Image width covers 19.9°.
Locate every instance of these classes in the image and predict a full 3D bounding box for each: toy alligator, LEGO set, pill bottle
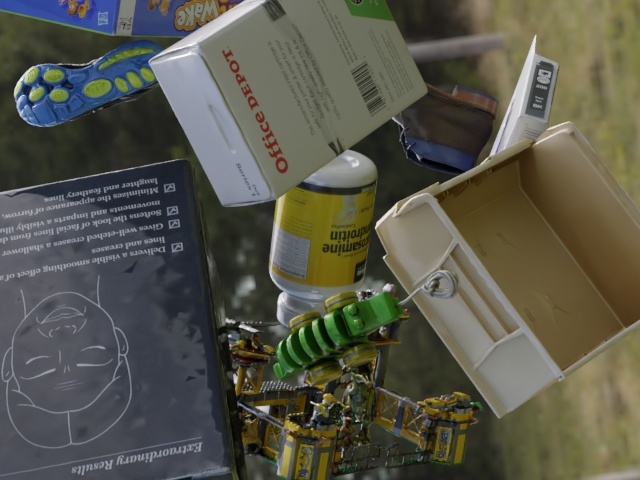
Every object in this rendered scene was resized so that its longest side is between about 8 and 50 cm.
[{"bbox_3d":[0.023,0.068,1.453,0.051,0.190,0.056,2,-117,-55],"label":"toy alligator"},{"bbox_3d":[0.030,0.152,2.161,0.255,0.331,0.192,26,111,54],"label":"LEGO set"},{"bbox_3d":[0.000,0.000,1.923,0.103,0.103,0.184,-90,6,-68],"label":"pill bottle"}]

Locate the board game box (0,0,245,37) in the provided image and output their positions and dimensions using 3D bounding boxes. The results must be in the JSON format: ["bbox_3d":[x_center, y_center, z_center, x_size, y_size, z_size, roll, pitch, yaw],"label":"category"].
[{"bbox_3d":[-0.203,-0.274,1.948,0.347,0.233,0.078,-9,-69,-58],"label":"board game box"}]

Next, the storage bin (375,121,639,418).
[{"bbox_3d":[0.237,0.022,2.024,0.260,0.262,0.123,55,138,10],"label":"storage bin"}]

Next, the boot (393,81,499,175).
[{"bbox_3d":[0.113,-0.153,2.347,0.082,0.219,0.106,75,-153,-76],"label":"boot"}]

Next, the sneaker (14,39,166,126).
[{"bbox_3d":[-0.233,-0.159,1.891,0.078,0.188,0.067,9,-112,-68],"label":"sneaker"}]

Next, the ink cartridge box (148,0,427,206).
[{"bbox_3d":[-0.028,-0.151,1.682,0.093,0.219,0.160,-7,113,53],"label":"ink cartridge box"}]

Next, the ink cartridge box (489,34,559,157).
[{"bbox_3d":[0.245,-0.121,2.279,0.208,0.045,0.206,-72,0,-53],"label":"ink cartridge box"}]

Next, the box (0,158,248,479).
[{"bbox_3d":[-0.234,0.149,1.806,0.212,0.294,0.395,81,179,-49],"label":"box"}]
